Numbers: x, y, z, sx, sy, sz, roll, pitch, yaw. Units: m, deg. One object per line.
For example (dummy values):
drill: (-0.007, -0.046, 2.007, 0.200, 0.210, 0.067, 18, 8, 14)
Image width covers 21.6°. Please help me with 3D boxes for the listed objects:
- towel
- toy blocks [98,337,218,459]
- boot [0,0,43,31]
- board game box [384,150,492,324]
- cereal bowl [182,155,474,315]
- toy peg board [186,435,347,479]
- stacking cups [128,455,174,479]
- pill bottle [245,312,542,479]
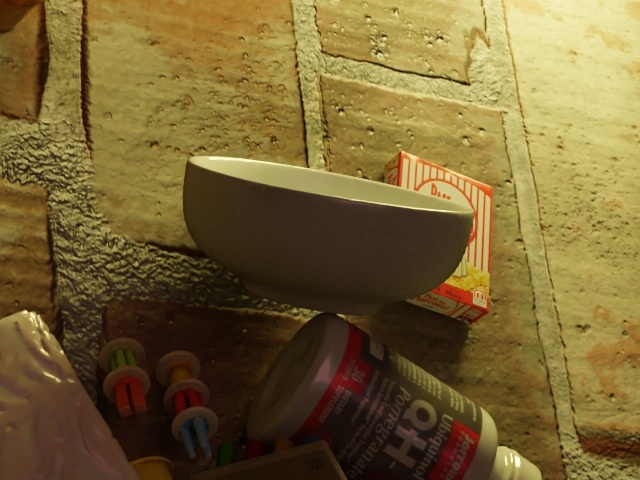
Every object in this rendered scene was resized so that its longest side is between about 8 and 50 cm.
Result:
towel: (-0.315, 0.258, 1.591, 0.317, 0.053, 0.332, -25, 78, -39)
toy blocks: (-0.174, 0.176, 1.820, 0.123, 0.054, 0.148, 15, 28, -25)
boot: (-0.322, -0.405, 1.980, 0.104, 0.211, 0.295, 18, 57, -25)
board game box: (0.148, -0.004, 2.170, 0.146, 0.045, 0.193, 19, 56, -23)
cereal bowl: (0.000, 0.000, 1.932, 0.339, 0.339, 0.141, 8, 98, -29)
toy peg board: (-0.036, 0.273, 1.810, 0.079, 0.160, 0.161, -84, 152, -54)
stacking cups: (-0.132, 0.369, 1.695, 0.096, 0.096, 0.316, -5, 49, -34)
pill bottle: (0.089, 0.233, 1.919, 0.318, 0.176, 0.176, 33, 52, -13)
